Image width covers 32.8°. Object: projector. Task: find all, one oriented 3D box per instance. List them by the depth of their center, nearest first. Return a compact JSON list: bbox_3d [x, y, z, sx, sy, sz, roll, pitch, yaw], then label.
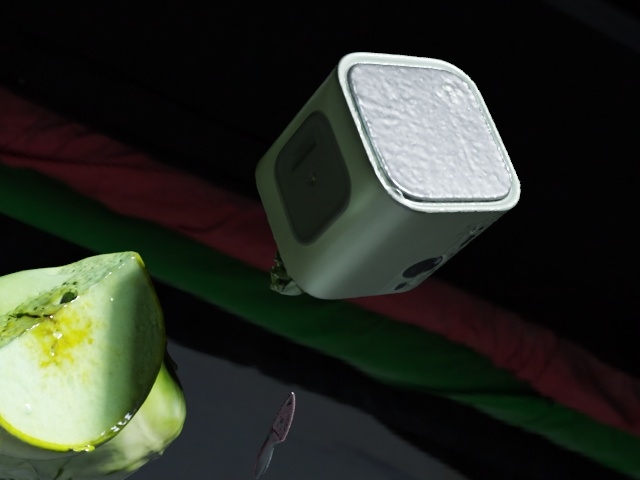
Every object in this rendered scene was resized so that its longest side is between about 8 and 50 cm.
[{"bbox_3d":[0.086,-0.085,1.510,0.248,0.248,0.249,-2,-29,-35],"label":"projector"}]

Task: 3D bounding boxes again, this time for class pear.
[{"bbox_3d":[-0.419,0.175,1.537,0.318,0.342,0.239,-4,-68,37],"label":"pear"}]

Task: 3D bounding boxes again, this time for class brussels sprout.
[{"bbox_3d":[-0.470,0.285,1.984,0.425,0.343,0.361,-15,-26,1],"label":"brussels sprout"}]

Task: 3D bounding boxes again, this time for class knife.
[{"bbox_3d":[-0.089,0.388,2.137,0.035,0.018,0.247,35,-54,16],"label":"knife"}]

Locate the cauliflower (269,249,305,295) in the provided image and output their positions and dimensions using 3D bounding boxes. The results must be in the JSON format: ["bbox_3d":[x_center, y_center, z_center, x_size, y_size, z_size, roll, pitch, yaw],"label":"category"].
[{"bbox_3d":[0.000,0.000,1.966,0.272,0.250,0.275,40,13,35],"label":"cauliflower"}]
